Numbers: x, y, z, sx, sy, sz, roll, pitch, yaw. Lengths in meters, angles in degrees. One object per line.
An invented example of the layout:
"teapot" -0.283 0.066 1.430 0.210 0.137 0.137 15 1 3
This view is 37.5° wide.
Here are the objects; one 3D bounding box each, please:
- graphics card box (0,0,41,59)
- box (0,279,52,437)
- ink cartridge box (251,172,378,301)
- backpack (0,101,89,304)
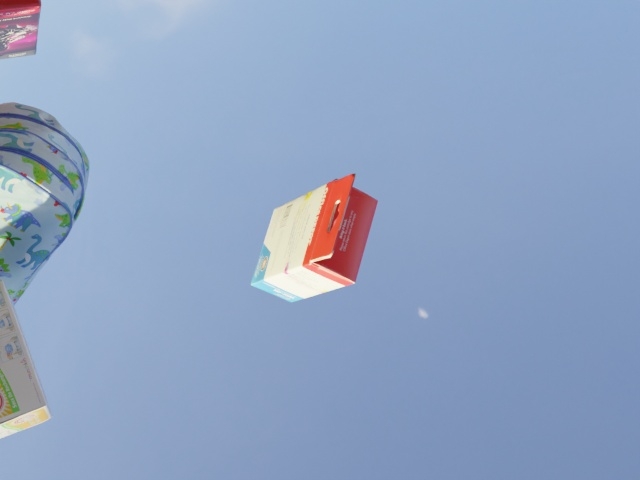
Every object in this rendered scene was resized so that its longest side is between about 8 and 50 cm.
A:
"graphics card box" -0.585 -0.367 1.541 0.233 0.094 0.371 -12 -176 -19
"box" -0.479 0.179 1.386 0.103 0.203 0.114 -20 167 -17
"ink cartridge box" 0.000 0.000 1.342 0.231 0.078 0.134 -20 -132 57
"backpack" -0.531 -0.051 1.528 0.355 0.290 0.273 -46 -157 4
